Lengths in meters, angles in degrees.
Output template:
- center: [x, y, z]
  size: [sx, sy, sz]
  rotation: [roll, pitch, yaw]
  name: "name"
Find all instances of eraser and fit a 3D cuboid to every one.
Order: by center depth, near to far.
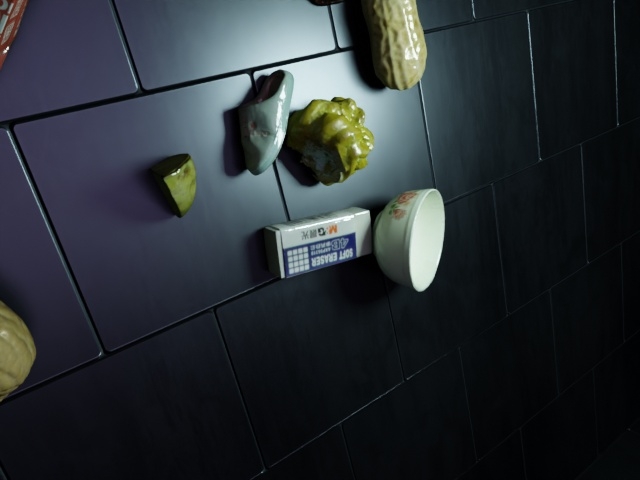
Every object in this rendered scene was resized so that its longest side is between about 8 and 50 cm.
- center: [0.000, 0.000, 1.252]
  size: [0.279, 0.081, 0.124]
  rotation: [-14, 107, -29]
  name: "eraser"

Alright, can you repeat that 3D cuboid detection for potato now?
- center: [-0.279, -0.108, 1.019]
  size: [0.081, 0.149, 0.120]
  rotation: [-33, 117, -17]
  name: "potato"

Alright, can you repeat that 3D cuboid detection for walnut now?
- center: [-0.618, 0.181, 0.824]
  size: [0.225, 0.225, 0.261]
  rotation: [-43, 131, -18]
  name: "walnut"

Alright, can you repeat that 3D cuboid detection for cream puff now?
- center: [0.039, -0.254, 1.180]
  size: [0.194, 0.195, 0.221]
  rotation: [-51, 125, -14]
  name: "cream puff"

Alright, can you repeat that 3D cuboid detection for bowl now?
- center: [0.228, -0.008, 1.333]
  size: [0.277, 0.145, 0.277]
  rotation: [-30, 125, -56]
  name: "bowl"

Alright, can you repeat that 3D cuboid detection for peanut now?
- center: [0.183, -0.543, 1.235]
  size: [0.153, 0.140, 0.325]
  rotation: [-32, 112, -54]
  name: "peanut"

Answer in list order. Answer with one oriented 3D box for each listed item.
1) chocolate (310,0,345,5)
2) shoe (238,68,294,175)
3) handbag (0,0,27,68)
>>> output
- center: [0.041, -0.654, 1.100]
  size: [0.224, 0.177, 0.206]
  rotation: [25, 85, -32]
  name: "chocolate"
- center: [-0.134, -0.275, 1.107]
  size: [0.100, 0.103, 0.251]
  rotation: [18, 84, -34]
  name: "shoe"
- center: [-0.559, -0.392, 0.766]
  size: [0.171, 0.151, 0.298]
  rotation: [27, 123, -31]
  name: "handbag"
